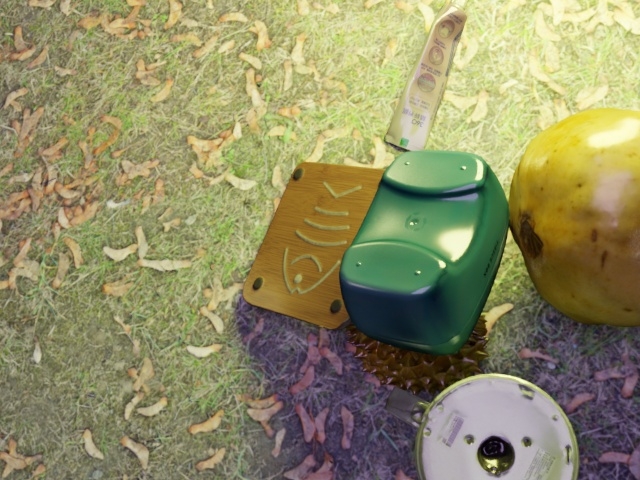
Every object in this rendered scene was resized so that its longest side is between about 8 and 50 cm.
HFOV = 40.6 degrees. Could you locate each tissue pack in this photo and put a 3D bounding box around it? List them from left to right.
[{"bbox_3d":[0.160,0.026,1.273,0.198,0.206,0.287,7,54,29],"label":"tissue pack"}]

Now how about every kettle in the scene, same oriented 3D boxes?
[{"bbox_3d":[0.232,0.308,1.234,0.265,0.318,0.205,-6,75,15],"label":"kettle"}]

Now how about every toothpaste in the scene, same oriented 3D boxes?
[{"bbox_3d":[0.200,-0.304,1.547,0.075,0.048,0.301,22,89,-8],"label":"toothpaste"}]

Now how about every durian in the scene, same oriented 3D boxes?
[{"bbox_3d":[0.139,0.165,1.415,0.261,0.154,0.186,0,101,24],"label":"durian"}]

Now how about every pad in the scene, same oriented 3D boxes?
[{"bbox_3d":[0.000,0.000,1.467,0.287,0.018,0.284,11,74,48],"label":"pad"}]

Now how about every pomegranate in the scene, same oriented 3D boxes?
[{"bbox_3d":[0.437,-0.036,1.262,0.333,0.332,0.332,-4,75,15],"label":"pomegranate"}]
